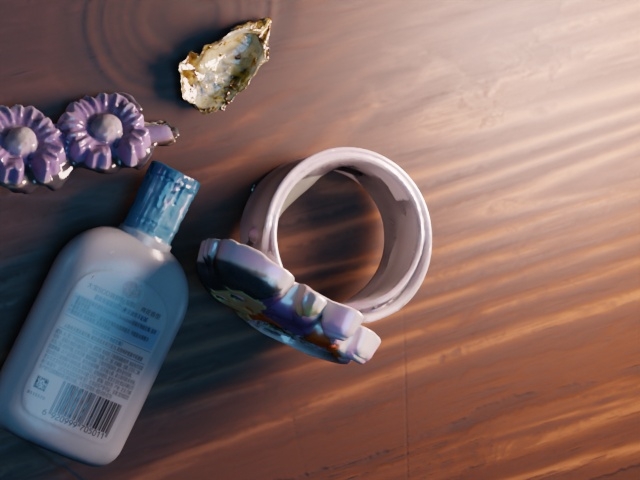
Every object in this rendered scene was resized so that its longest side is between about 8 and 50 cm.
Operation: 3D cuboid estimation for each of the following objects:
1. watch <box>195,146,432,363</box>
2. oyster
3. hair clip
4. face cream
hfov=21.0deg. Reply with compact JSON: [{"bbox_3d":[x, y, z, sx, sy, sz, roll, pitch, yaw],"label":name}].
[{"bbox_3d":[0.000,0.000,1.935,0.244,0.196,0.231,31,79,-19],"label":"watch"},{"bbox_3d":[-0.103,-0.197,1.947,0.132,0.029,0.086,-23,111,-20],"label":"oyster"},{"bbox_3d":[-0.287,-0.101,1.865,0.292,0.084,0.106,-11,58,-22],"label":"hair clip"},{"bbox_3d":[-0.231,0.074,1.906,0.163,0.080,0.337,26,87,-21],"label":"face cream"}]
